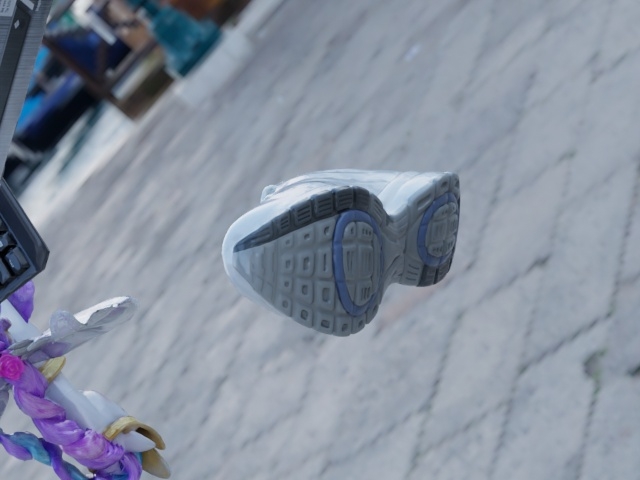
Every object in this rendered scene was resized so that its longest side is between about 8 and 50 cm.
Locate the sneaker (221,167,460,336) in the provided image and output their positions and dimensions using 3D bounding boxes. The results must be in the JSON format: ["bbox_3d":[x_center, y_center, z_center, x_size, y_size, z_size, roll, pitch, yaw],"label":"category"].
[{"bbox_3d":[0.000,0.000,1.253,0.297,0.129,0.111,-11,-71,-63],"label":"sneaker"}]

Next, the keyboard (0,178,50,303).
[{"bbox_3d":[-0.230,-0.032,0.905,0.108,0.180,0.023,-37,-10,23],"label":"keyboard"}]

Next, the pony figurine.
[{"bbox_3d":[-0.298,0.104,1.507,0.303,0.363,0.351,-47,-7,6],"label":"pony figurine"}]

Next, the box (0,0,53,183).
[{"bbox_3d":[-0.188,-0.085,0.697,0.183,0.056,0.231,48,127,38],"label":"box"}]
